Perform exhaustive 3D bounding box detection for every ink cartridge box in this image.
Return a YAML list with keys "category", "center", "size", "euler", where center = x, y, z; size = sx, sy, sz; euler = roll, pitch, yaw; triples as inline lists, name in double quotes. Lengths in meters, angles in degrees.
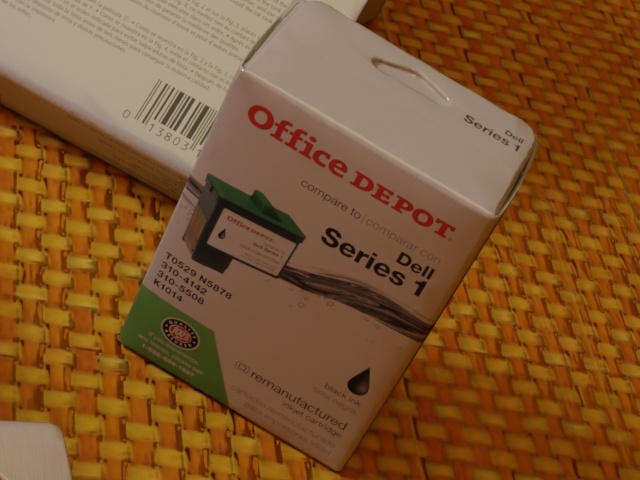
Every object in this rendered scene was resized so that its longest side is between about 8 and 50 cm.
- category: "ink cartridge box"
  center: [0.000, 0.000, 0.891]
  size: [0.160, 0.219, 0.092]
  euler: [30, 39, 3]
- category: "ink cartridge box"
  center: [-0.115, -0.186, 1.057]
  size: [0.296, 0.066, 0.261]
  euler: [29, 70, 1]

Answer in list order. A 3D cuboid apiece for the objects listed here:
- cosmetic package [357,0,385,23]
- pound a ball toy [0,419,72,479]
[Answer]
- category: "cosmetic package"
  center: [-0.112, -0.377, 1.217]
  size: [0.453, 0.230, 0.161]
  euler: [39, 32, 14]
- category: "pound a ball toy"
  center: [-0.216, 0.167, 0.656]
  size: [0.319, 0.135, 0.208]
  euler: [6, 44, -24]
